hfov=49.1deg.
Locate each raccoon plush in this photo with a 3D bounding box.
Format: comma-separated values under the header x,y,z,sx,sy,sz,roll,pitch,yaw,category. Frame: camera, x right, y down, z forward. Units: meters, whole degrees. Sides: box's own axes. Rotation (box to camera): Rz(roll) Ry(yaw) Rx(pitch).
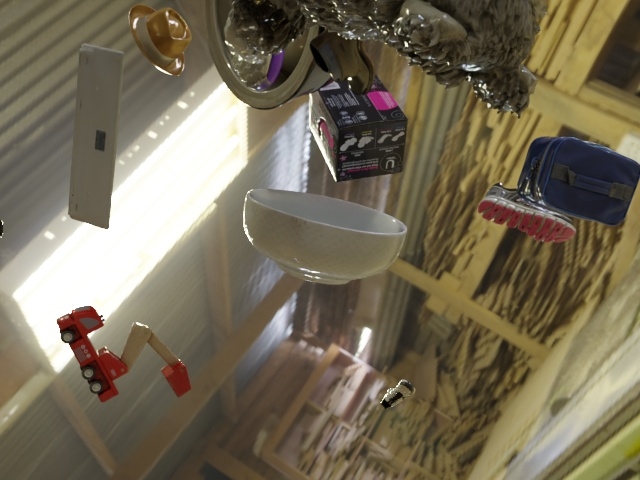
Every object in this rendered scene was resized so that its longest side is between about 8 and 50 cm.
x,y,z,sx,sy,sz,roll,pitch,yaw,category
0.057,-0.216,0.744,0.446,0.216,0.299,140,130,-57,raccoon plush

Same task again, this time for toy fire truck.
x,y,z,sx,sy,sz,roll,pitch,yaw,category
-0.291,0.169,1.048,0.135,0.192,0.047,-29,15,-18,toy fire truck

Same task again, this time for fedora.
x,y,z,sx,sy,sz,roll,pitch,yaw,category
-0.356,-0.477,1.620,0.079,0.194,0.194,-26,-1,24,fedora

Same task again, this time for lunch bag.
x,y,z,sx,sy,sz,roll,pitch,yaw,category
0.229,-0.055,0.627,0.065,0.098,0.067,-146,71,-76,lunch bag

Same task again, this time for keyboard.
x,y,z,sx,sy,sz,roll,pitch,yaw,category
-0.320,-0.144,0.998,0.014,0.072,0.256,-38,-40,-68,keyboard

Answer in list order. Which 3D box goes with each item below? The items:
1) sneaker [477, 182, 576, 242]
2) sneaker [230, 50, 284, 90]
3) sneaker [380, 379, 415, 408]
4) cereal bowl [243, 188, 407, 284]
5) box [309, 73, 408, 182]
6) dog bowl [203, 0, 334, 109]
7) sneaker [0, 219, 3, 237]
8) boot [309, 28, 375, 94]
x,y,z,sx,sy,sz,roll,pitch,yaw,category
0.359,-0.054,1.208,0.063,0.170,0.075,103,-172,-54,sneaker
-0.055,-0.372,1.133,0.146,0.102,0.293,14,-107,-39,sneaker
0.167,0.335,1.509,0.044,0.040,0.109,-41,-9,-37,sneaker
0.000,0.000,1.449,0.339,0.339,0.141,-18,-58,-69,cereal bowl
0.076,-0.260,1.574,0.163,0.247,0.142,-10,-50,-11,box
-0.072,-0.479,1.441,0.150,0.408,0.408,-13,-44,-39,dog bowl
-0.594,-0.079,1.040,0.286,0.130,0.109,55,-159,-44,sneaker
0.035,-0.327,1.291,0.106,0.082,0.219,-38,-28,-12,boot
